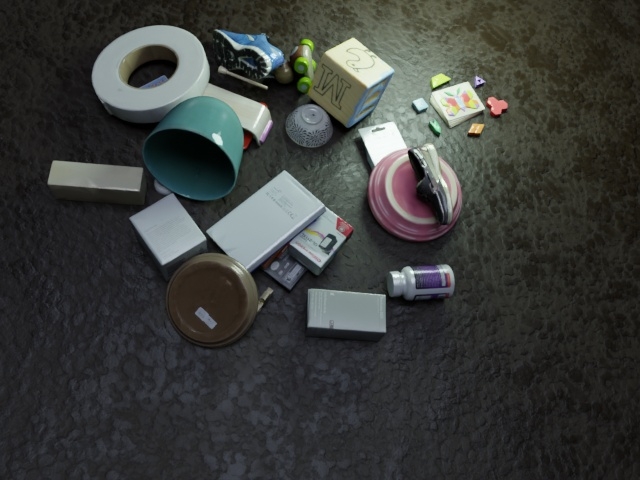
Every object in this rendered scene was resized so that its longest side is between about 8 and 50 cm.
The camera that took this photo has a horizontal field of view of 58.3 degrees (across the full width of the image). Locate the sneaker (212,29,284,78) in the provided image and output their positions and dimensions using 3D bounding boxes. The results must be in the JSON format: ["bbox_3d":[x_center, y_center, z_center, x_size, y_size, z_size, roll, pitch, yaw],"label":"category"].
[{"bbox_3d":[-0.258,-0.667,2.030,0.330,0.130,0.147,33,46,30],"label":"sneaker"}]

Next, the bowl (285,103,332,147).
[{"bbox_3d":[-0.034,-0.418,1.999,0.170,0.080,0.170,3,66,-7],"label":"bowl"}]

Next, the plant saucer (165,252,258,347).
[{"bbox_3d":[-0.319,0.175,1.661,0.277,0.041,0.278,0,89,4],"label":"plant saucer"}]

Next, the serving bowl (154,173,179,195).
[{"bbox_3d":[-0.497,-0.188,1.857,0.083,0.027,0.083,4,67,-8],"label":"serving bowl"}]

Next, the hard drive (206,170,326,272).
[{"bbox_3d":[-0.169,-0.059,1.775,0.318,0.040,0.210,-40,58,-12],"label":"hard drive"}]

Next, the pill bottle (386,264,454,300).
[{"bbox_3d":[0.311,0.133,1.800,0.193,0.108,0.108,-2,67,-10],"label":"pill bottle"}]

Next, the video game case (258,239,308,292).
[{"bbox_3d":[-0.114,-0.011,1.837,0.248,0.035,0.275,36,67,7],"label":"video game case"}]

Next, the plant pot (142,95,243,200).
[{"bbox_3d":[-0.372,-0.310,1.799,0.292,0.293,0.235,16,51,-2],"label":"plant pot"}]

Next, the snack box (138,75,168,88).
[{"bbox_3d":[-0.596,-0.506,1.981,0.178,0.022,0.064,-35,75,-20],"label":"snack box"}]

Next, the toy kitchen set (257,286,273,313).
[{"bbox_3d":[-0.194,0.163,1.730,0.075,0.068,0.083,34,66,6],"label":"toy kitchen set"}]

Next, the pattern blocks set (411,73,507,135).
[{"bbox_3d":[0.518,-0.514,2.155,0.324,0.026,0.285,-36,76,-20],"label":"pattern blocks set"}]

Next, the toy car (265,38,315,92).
[{"bbox_3d":[-0.122,-0.620,2.048,0.188,0.149,0.155,0,47,9],"label":"toy car"}]

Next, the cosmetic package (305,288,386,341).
[{"bbox_3d":[0.075,0.226,1.727,0.237,0.107,0.127,2,64,-4],"label":"cosmetic package"}]

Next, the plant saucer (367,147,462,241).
[{"bbox_3d":[0.325,-0.163,1.918,0.331,0.084,0.333,3,75,-11],"label":"plant saucer"}]

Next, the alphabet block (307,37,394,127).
[{"bbox_3d":[0.104,-0.547,1.993,0.197,0.193,0.192,40,48,9],"label":"alphabet block"}]

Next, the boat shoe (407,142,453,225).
[{"bbox_3d":[0.348,-0.176,1.833,0.092,0.103,0.286,-10,74,-8],"label":"boat shoe"}]

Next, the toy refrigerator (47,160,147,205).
[{"bbox_3d":[-0.687,-0.181,1.784,0.269,0.102,0.094,3,67,-7],"label":"toy refrigerator"}]

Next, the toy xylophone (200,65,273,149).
[{"bbox_3d":[-0.308,-0.462,1.974,0.322,0.081,0.236,29,66,4],"label":"toy xylophone"}]

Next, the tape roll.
[{"bbox_3d":[-0.573,-0.566,1.940,0.391,0.072,0.392,-2,63,4],"label":"tape roll"}]

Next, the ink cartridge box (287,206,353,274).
[{"bbox_3d":[0.000,0.000,1.789,0.127,0.072,0.175,37,67,8],"label":"ink cartridge box"}]

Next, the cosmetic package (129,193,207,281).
[{"bbox_3d":[-0.451,-0.008,1.718,0.151,0.151,0.184,-33,77,-20],"label":"cosmetic package"}]

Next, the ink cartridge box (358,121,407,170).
[{"bbox_3d":[0.225,-0.325,2.024,0.145,0.045,0.179,-16,65,-15],"label":"ink cartridge box"}]
